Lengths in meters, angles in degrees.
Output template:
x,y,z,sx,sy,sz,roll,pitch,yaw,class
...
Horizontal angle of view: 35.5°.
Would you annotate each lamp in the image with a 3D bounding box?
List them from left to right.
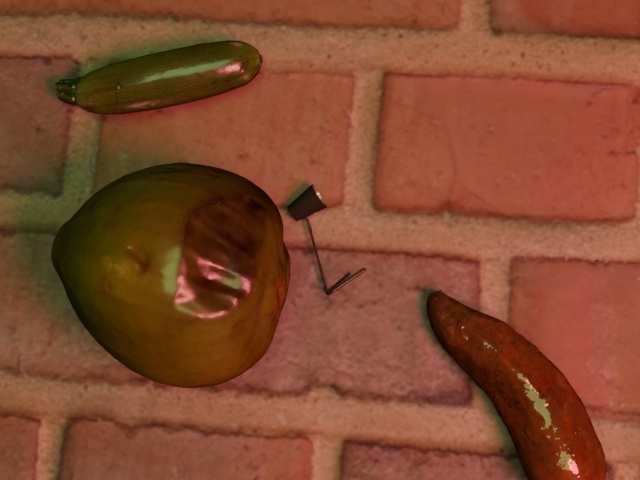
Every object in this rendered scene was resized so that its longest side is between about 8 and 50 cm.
x,y,z,sx,sy,sz,roll,pitch,yaw,class
-0.001,-0.001,1.164,0.054,0.041,0.121,-32,79,7,lamp

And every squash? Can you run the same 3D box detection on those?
x,y,z,sx,sy,sz,roll,pitch,yaw,class
-0.192,-0.188,1.183,0.252,0.066,0.066,-12,82,3,squash

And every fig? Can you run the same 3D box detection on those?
x,y,z,sx,sy,sz,roll,pitch,yaw,class
-0.168,0.034,1.075,0.271,0.239,0.239,5,83,18,fig

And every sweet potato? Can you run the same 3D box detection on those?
x,y,z,sx,sy,sz,roll,pitch,yaw,class
0.222,0.166,1.103,0.097,0.097,0.291,-32,74,-1,sweet potato
